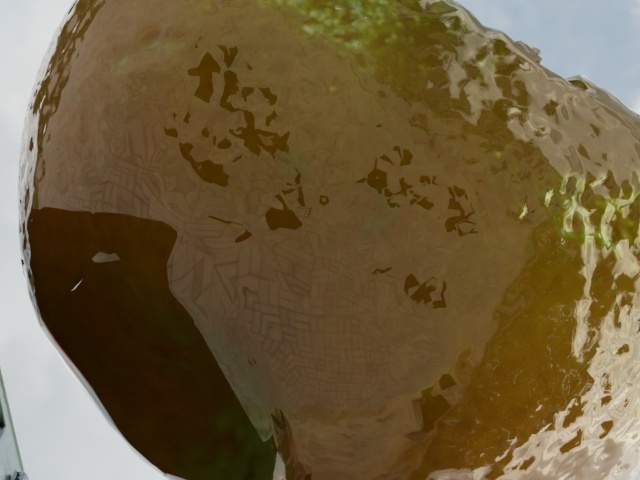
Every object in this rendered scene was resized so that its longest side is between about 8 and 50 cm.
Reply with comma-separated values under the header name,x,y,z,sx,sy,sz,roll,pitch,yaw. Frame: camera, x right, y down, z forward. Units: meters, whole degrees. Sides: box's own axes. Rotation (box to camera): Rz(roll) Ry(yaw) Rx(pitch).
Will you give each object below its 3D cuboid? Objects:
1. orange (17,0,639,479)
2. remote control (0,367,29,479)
name,x,y,z,sx,sy,sz,roll,pitch,yaw
orange,-0.004,0.004,0.531,0.334,0.196,0.262,43,-57,16
remote control,-0.146,0.162,0.513,0.145,0.050,0.344,-122,-159,-79
